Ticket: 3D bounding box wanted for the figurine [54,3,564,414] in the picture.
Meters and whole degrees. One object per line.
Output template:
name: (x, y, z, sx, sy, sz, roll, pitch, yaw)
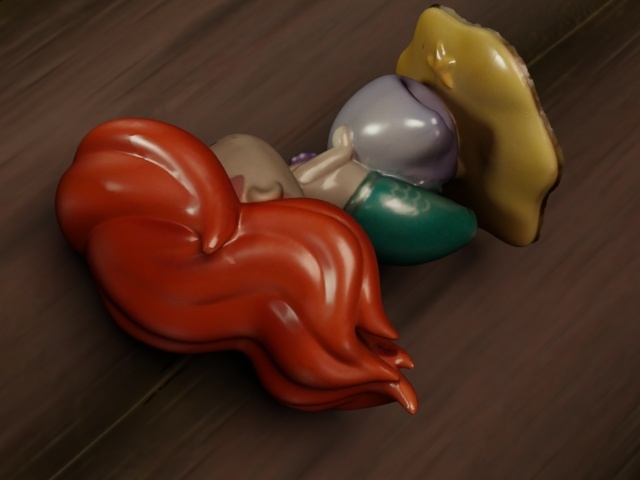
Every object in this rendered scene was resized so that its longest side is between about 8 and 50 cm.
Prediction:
figurine: (0.000, -0.006, 0.936, 0.257, 0.181, 0.208, -27, 109, -18)
